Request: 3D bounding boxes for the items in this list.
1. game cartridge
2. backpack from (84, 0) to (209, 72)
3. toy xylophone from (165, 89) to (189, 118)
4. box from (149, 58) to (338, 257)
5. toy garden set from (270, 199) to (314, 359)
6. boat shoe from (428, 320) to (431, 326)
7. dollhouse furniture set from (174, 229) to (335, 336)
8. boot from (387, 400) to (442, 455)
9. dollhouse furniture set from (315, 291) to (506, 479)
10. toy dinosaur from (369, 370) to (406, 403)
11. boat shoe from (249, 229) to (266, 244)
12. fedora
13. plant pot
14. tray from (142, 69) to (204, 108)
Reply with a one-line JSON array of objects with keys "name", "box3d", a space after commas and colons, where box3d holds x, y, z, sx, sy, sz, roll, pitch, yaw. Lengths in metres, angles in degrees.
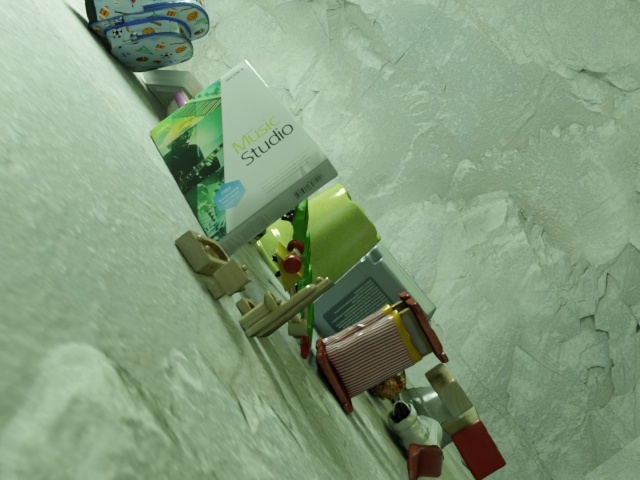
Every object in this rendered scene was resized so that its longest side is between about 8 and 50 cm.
[{"name": "game cartridge", "box3d": [0.104, 0.155, 1.227, 0.198, 0.297, 0.062, 47, 46, 3]}, {"name": "backpack", "box3d": [-0.401, -0.535, 1.384, 0.276, 0.263, 0.213, -100, 169, -86]}, {"name": "toy xylophone", "box3d": [-0.285, -0.237, 1.460, 0.236, 0.081, 0.323, 54, 2, 43]}, {"name": "box", "box3d": [-0.147, -0.156, 1.016, 0.322, 0.232, 0.058, 54, 1, 35]}, {"name": "toy garden set", "box3d": [-0.044, 0.075, 0.966, 0.204, 0.049, 0.244, -85, 173, -66]}, {"name": "boat shoe", "box3d": [0.184, 0.180, 1.635, 0.136, 0.156, 0.367, 44, -26, -23]}, {"name": "dollhouse furniture set", "box3d": [-0.081, 0.032, 0.776, 0.151, 0.123, 0.144, 53, 2, 11]}, {"name": "boot", "box3d": [0.213, 0.417, 1.325, 0.123, 0.095, 0.258, 60, 3, 4]}, {"name": "dollhouse furniture set", "box3d": [0.166, 0.299, 1.044, 0.374, 0.201, 0.152, 59, 1, -4]}, {"name": "toy dinosaur", "box3d": [0.160, 0.312, 1.441, 0.218, 0.164, 0.322, 68, -15, 1]}, {"name": "boat shoe", "box3d": [-0.159, -0.034, 1.260, 0.056, 0.049, 0.152, 54, 2, 14]}, {"name": "fedora", "box3d": [0.344, 0.521, 1.746, 0.275, 0.124, 0.244, 61, 3, -32]}, {"name": "plant pot", "box3d": [0.000, 0.000, 1.442, 0.276, 0.254, 0.276, 53, 2, -3]}, {"name": "tray", "box3d": [-0.368, -0.377, 1.503, 0.270, 0.030, 0.145, 20, -24, 46]}]
